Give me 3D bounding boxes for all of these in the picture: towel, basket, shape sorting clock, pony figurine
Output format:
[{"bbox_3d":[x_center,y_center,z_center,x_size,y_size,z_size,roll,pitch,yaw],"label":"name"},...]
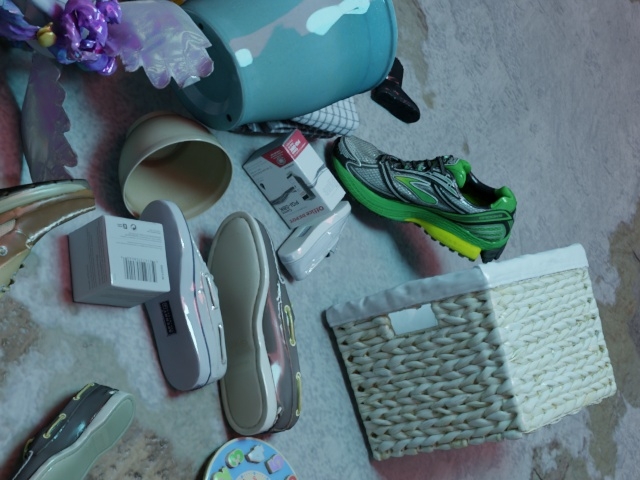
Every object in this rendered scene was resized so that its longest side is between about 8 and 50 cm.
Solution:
[{"bbox_3d":[-0.065,-0.301,1.950,0.235,0.121,0.283,5,67,-48],"label":"towel"},{"bbox_3d":[0.251,0.175,1.910,0.331,0.328,0.266,-11,85,-50],"label":"basket"},{"bbox_3d":[-0.088,0.377,1.658,0.206,0.040,0.206,22,57,-39],"label":"shape sorting clock"},{"bbox_3d":[-0.339,-0.279,1.527,0.363,0.303,0.351,42,16,-49],"label":"pony figurine"}]

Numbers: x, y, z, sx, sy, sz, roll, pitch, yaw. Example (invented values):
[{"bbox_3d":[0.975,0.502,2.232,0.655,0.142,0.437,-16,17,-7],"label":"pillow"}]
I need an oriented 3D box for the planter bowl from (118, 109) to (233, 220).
[{"bbox_3d":[-0.218,-0.116,1.680,0.162,0.162,0.109,14,35,-43],"label":"planter bowl"}]

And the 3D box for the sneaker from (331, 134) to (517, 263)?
[{"bbox_3d":[0.180,-0.103,2.025,0.344,0.146,0.134,25,36,5],"label":"sneaker"}]

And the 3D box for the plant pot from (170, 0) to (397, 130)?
[{"bbox_3d":[-0.075,-0.284,1.666,0.255,0.272,0.271,-33,98,-33],"label":"plant pot"}]

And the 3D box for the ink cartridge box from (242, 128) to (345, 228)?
[{"bbox_3d":[-0.042,-0.096,1.887,0.135,0.099,0.056,52,42,-15],"label":"ink cartridge box"}]

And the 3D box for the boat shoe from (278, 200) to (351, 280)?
[{"bbox_3d":[0.000,0.000,1.919,0.184,0.066,0.063,-51,125,-49],"label":"boat shoe"}]

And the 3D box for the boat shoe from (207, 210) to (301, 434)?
[{"bbox_3d":[-0.090,0.120,1.727,0.097,0.117,0.324,8,70,-50],"label":"boat shoe"}]

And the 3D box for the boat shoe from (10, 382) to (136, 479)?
[{"bbox_3d":[-0.320,0.260,1.446,0.228,0.069,0.081,-46,147,-43],"label":"boat shoe"}]

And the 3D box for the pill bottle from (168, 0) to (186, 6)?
[{"bbox_3d":[-0.240,-0.436,1.805,0.136,0.136,0.245,-26,92,-50],"label":"pill bottle"}]

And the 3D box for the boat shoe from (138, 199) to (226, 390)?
[{"bbox_3d":[-0.186,0.073,1.655,0.088,0.096,0.267,-7,80,-56],"label":"boat shoe"}]

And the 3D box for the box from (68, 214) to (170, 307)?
[{"bbox_3d":[-0.271,0.029,1.588,0.101,0.087,0.102,9,65,-45],"label":"box"}]

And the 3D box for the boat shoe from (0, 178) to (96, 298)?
[{"bbox_3d":[-0.417,0.015,1.405,0.324,0.122,0.120,-23,103,-32],"label":"boat shoe"}]

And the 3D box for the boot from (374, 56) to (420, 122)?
[{"bbox_3d":[0.145,-0.289,2.227,0.121,0.045,0.099,31,48,-34],"label":"boot"}]
